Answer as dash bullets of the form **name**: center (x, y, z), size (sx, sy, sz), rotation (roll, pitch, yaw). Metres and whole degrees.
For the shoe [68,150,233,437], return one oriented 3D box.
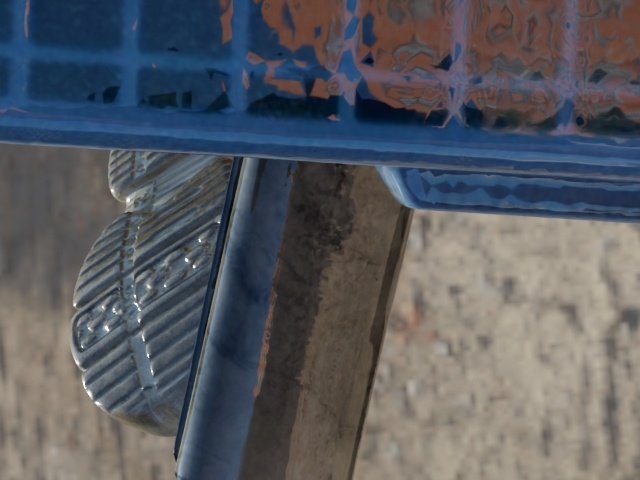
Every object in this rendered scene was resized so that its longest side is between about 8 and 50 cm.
- **shoe**: center (-0.062, 0.021, 1.548), size (0.172, 0.198, 0.351), rotation (-25, 41, 34)

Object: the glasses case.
- **glasses case**: center (0.000, 0.000, 1.095), size (0.060, 0.114, 0.299), rotation (-146, 67, -63)

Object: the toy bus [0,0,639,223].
- **toy bus**: center (0.019, -0.076, 0.479), size (0.116, 0.234, 0.133), rotation (-96, 10, -82)
